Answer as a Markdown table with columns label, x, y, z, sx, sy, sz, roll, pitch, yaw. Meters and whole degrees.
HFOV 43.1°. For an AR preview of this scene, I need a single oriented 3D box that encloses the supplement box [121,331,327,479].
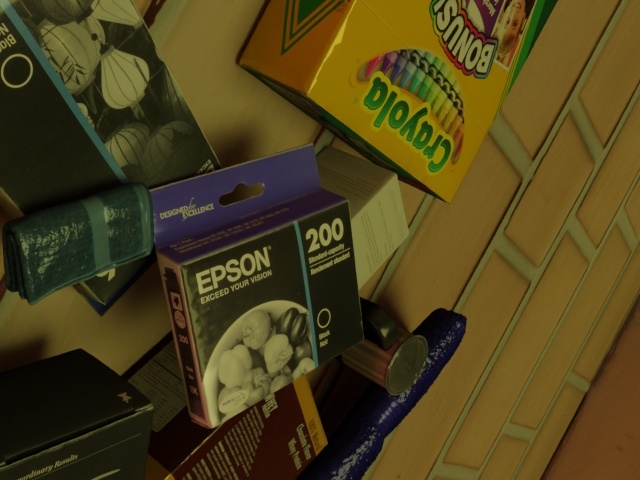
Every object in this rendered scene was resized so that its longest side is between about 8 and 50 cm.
| label | x | y | z | sx | sy | sz | roll | pitch | yaw |
| --- | --- | --- | --- | --- | --- | --- | --- | --- | --- |
| supplement box | -0.115 | 0.205 | 0.865 | 0.194 | 0.129 | 0.191 | -43 | 142 | -27 |

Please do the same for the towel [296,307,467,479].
| label | x | y | z | sx | sy | sz | roll | pitch | yaw |
| --- | --- | --- | --- | --- | --- | --- | --- | --- | --- |
| towel | 0.090 | 0.244 | 1.143 | 0.308 | 0.076 | 0.227 | -49 | 173 | -19 |

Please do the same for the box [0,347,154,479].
| label | x | y | z | sx | sy | sz | roll | pitch | yaw |
| --- | --- | --- | --- | --- | --- | --- | --- | --- | --- |
| box | -0.236 | 0.214 | 0.658 | 0.153 | 0.108 | 0.207 | -13 | 122 | -49 |

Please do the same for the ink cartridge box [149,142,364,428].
| label | x | y | z | sx | sy | sz | roll | pitch | yaw |
| --- | --- | --- | --- | --- | --- | --- | --- | --- | --- |
| ink cartridge box | -0.049 | 0.032 | 0.738 | 0.206 | 0.045 | 0.208 | -23 | 111 | -42 |

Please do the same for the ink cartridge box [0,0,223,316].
| label | x | y | z | sx | sy | sz | roll | pitch | yaw |
| --- | --- | --- | --- | --- | --- | --- | --- | --- | --- |
| ink cartridge box | -0.179 | -0.070 | 0.649 | 0.165 | 0.065 | 0.332 | -50 | 146 | -19 |

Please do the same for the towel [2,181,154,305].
| label | x | y | z | sx | sy | sz | roll | pitch | yaw |
| --- | --- | --- | --- | --- | --- | --- | --- | --- | --- |
| towel | -0.179 | -0.001 | 0.613 | 0.119 | 0.029 | 0.067 | -24 | 130 | -41 |

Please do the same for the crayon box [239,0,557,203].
| label | x | y | z | sx | sy | sz | roll | pitch | yaw |
| --- | --- | --- | --- | --- | --- | --- | --- | --- | --- |
| crayon box | 0.114 | -0.241 | 0.884 | 0.363 | 0.106 | 0.313 | 25 | 92 | -57 |

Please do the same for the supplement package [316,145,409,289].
| label | x | y | z | sx | sy | sz | roll | pitch | yaw |
| --- | --- | --- | --- | --- | --- | --- | --- | --- | --- |
| supplement package | 0.000 | 0.000 | 0.899 | 0.179 | 0.105 | 0.105 | -46 | 142 | -25 |

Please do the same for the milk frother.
| label | x | y | z | sx | sy | sz | roll | pitch | yaw |
| --- | --- | --- | --- | --- | --- | --- | --- | --- | --- |
| milk frother | 0.035 | 0.146 | 1.020 | 0.143 | 0.135 | 0.129 | -56 | 141 | -12 |
